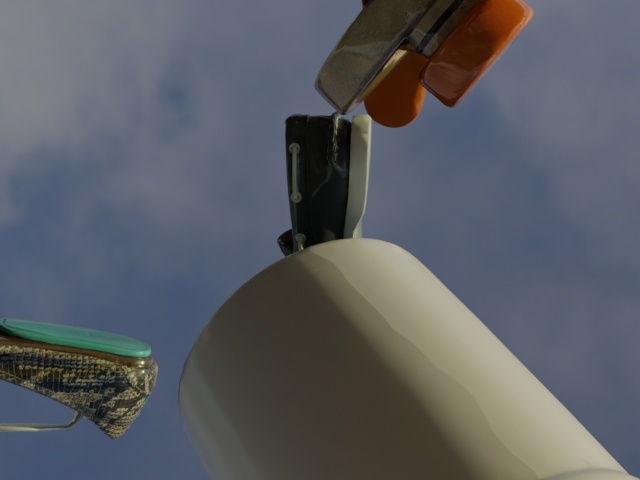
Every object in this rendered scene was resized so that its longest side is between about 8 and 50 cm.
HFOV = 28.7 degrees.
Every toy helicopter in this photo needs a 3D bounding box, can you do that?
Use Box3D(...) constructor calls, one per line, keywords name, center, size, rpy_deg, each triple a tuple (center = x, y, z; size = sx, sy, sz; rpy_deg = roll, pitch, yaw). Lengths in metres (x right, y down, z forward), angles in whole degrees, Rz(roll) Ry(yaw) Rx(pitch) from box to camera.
Box3D(name="toy helicopter", center=(0.118, -0.221, 0.913), size=(0.140, 0.235, 0.355), rpy_deg=(40, -110, 3))

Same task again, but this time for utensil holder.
Box3D(name="utensil holder", center=(0.080, 0.228, 1.165), size=(0.328, 0.327, 0.385), rpy_deg=(-31, -134, -11))

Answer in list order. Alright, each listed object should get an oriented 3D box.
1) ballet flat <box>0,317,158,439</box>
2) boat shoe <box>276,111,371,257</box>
Box3D(name="ballet flat", center=(-0.454, 0.153, 1.623), size=(0.182, 0.483, 0.164), rpy_deg=(-67, -161, 3))
Box3D(name="boat shoe", center=(0.000, 0.000, 1.316), size=(0.091, 0.302, 0.114), rpy_deg=(6, -152, 3))
